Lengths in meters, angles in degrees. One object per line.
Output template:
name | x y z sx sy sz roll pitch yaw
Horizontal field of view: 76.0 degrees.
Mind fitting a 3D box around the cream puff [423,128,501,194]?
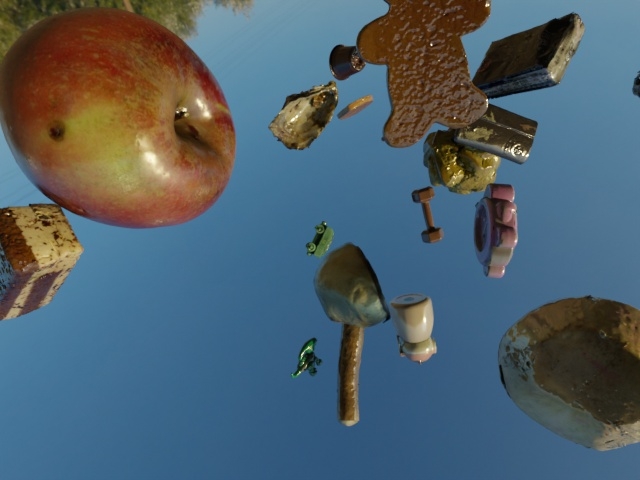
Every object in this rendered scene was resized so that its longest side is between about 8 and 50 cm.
cream puff | 0.598 -0.344 1.735 0.270 0.323 0.274 -20 180 -40

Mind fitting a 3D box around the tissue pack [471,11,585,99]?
tissue pack | 0.700 -0.630 1.420 0.332 0.123 0.245 16 -103 61

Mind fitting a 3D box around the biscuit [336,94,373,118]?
biscuit | 0.124 -0.480 1.473 0.142 0.029 0.220 -27 -172 17

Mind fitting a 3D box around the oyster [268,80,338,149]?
oyster | -0.031 -0.280 0.897 0.177 0.105 0.056 -50 -161 20

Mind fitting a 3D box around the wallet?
wallet | 0.650 -0.403 1.509 0.321 0.170 0.044 14 -172 -17

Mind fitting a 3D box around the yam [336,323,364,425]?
yam | 0.089 0.356 1.204 0.081 0.081 0.356 0 -101 17

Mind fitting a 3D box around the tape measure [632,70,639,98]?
tape measure | 0.811 -0.340 0.848 0.197 0.236 0.120 37 -119 -8

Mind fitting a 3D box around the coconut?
coconut | 0.583 0.280 0.920 0.353 0.352 0.352 -9 -140 7

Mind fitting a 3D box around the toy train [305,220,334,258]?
toy train | 0.000 0.000 1.848 0.099 0.172 0.070 26 -177 -1

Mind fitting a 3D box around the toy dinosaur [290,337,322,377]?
toy dinosaur | -0.045 0.360 1.236 0.059 0.096 0.132 16 -126 39

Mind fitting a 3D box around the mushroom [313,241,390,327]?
mushroom | 0.065 0.122 1.089 0.164 0.189 0.267 -26 -137 2

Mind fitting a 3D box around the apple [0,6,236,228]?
apple | -0.312 -0.184 0.668 0.277 0.348 0.348 -6 -140 22

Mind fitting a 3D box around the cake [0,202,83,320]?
cake | -0.496 0.070 0.708 0.135 0.246 0.112 36 -152 27

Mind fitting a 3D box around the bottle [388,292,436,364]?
bottle | 0.331 0.316 1.439 0.148 0.236 0.147 -11 -174 1

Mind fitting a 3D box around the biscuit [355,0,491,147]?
biscuit | 0.220 -0.432 0.882 0.283 0.432 0.064 -16 -151 11

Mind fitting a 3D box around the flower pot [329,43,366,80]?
flower pot | 0.095 -0.573 1.307 0.111 0.111 0.089 -39 -147 -27

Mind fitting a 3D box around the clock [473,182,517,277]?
clock | 0.534 -0.028 1.254 0.090 0.227 0.247 4 -135 8

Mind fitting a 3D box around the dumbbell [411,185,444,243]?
dumbbell | 0.437 -0.102 1.668 0.082 0.230 0.092 -10 -169 35
